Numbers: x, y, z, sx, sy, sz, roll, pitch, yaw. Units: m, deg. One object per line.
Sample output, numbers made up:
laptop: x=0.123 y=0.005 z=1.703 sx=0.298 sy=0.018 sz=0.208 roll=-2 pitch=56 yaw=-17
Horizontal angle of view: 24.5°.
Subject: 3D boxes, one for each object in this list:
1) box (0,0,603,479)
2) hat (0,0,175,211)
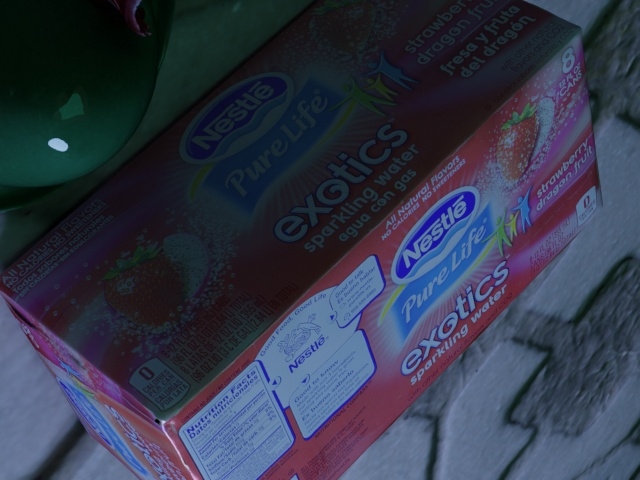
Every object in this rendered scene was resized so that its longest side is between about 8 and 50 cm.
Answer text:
box: x=0.000 y=0.000 z=0.786 sx=0.300 sy=0.142 sz=0.154 roll=-44 pitch=144 yaw=-19
hat: x=-0.085 y=-0.051 z=0.603 sx=0.208 sy=0.184 sz=0.173 roll=15 pitch=106 yaw=-55
